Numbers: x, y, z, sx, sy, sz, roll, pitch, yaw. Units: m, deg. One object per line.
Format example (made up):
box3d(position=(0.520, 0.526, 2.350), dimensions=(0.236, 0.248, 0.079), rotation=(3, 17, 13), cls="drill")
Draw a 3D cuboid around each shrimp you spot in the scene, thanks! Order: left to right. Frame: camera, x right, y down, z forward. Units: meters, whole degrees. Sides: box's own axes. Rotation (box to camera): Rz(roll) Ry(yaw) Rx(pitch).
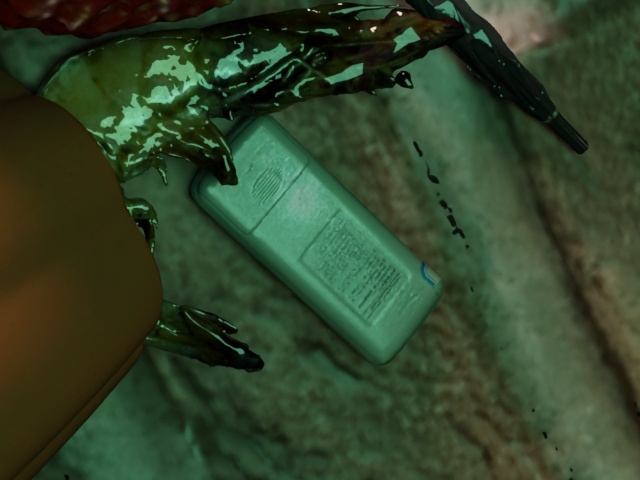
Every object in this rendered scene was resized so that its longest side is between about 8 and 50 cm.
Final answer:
box3d(position=(-0.023, -0.023, 0.786), dimensions=(0.195, 0.035, 0.147), rotation=(-13, 82, -8), cls="shrimp")

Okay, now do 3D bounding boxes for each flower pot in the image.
box3d(position=(-0.162, 0.030, 0.685), dimensions=(0.173, 0.191, 0.190), rotation=(-32, 107, -33), cls="flower pot")

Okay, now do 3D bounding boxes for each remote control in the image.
box3d(position=(0.000, 0.000, 0.831), dimensions=(0.124, 0.018, 0.053), rotation=(42, 77, -19), cls="remote control")

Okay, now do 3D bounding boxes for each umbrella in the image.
box3d(position=(0.037, -0.126, 0.829), dimensions=(0.269, 0.044, 0.044), rotation=(38, 106, -23), cls="umbrella")

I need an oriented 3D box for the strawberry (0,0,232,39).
box3d(position=(-0.081, -0.211, 0.672), dimensions=(0.288, 0.250, 0.238), rotation=(36, 44, -35), cls="strawberry")
